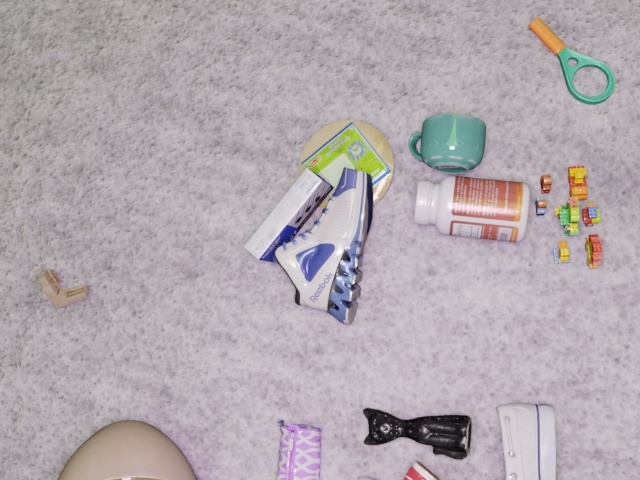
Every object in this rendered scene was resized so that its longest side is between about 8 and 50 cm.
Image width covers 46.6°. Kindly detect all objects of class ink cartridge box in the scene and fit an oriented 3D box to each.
[{"bbox_3d":[-0.063,-0.049,1.530,0.046,0.097,0.207,41,96,15],"label":"ink cartridge box"}]

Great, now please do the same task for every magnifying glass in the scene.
[{"bbox_3d":[0.527,-0.383,1.572,0.092,0.026,0.231,-37,74,-1],"label":"magnifying glass"}]

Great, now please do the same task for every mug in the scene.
[{"bbox_3d":[0.265,-0.189,1.524,0.129,0.158,0.097,8,80,-14],"label":"mug"}]

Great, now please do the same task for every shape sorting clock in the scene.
[{"bbox_3d":[0.054,-0.155,1.582,0.206,0.040,0.206,-1,87,12],"label":"shape sorting clock"}]

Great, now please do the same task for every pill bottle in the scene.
[{"bbox_3d":[0.301,-0.066,1.483,0.216,0.121,0.121,7,78,10],"label":"pill bottle"}]

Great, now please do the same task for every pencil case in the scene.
[{"bbox_3d":[-0.045,0.454,1.433,0.086,0.088,0.206,0,78,11],"label":"pencil case"}]

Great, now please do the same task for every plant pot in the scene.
[{"bbox_3d":[-0.368,0.457,1.412,0.284,0.284,0.191,-21,40,3],"label":"plant pot"}]

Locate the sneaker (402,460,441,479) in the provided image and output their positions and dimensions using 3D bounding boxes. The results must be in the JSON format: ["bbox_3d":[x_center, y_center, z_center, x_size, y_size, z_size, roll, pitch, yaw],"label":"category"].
[{"bbox_3d":[0.196,0.460,1.332,0.118,0.042,0.067,39,90,31],"label":"sneaker"}]

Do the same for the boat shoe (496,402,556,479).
[{"bbox_3d":[0.339,0.469,1.331,0.156,0.136,0.367,2,65,12],"label":"boat shoe"}]

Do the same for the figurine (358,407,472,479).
[{"bbox_3d":[0.174,0.432,1.414,0.209,0.092,0.214,2,78,17],"label":"figurine"}]

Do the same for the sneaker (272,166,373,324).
[{"bbox_3d":[0.000,0.001,1.498,0.182,0.127,0.315,9,89,11],"label":"sneaker"}]

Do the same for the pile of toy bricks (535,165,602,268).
[{"bbox_3d":[0.492,-0.053,1.459,0.118,0.105,0.212,-4,76,8],"label":"pile of toy bricks"}]

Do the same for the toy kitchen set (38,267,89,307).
[{"bbox_3d":[-0.553,0.086,1.608,0.075,0.083,0.068,-18,34,4],"label":"toy kitchen set"}]
